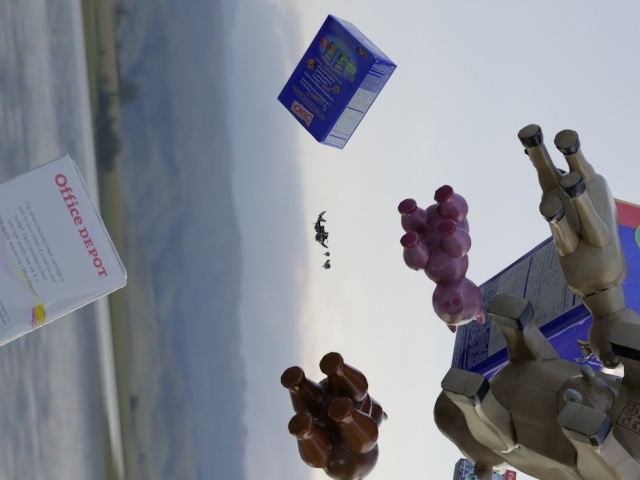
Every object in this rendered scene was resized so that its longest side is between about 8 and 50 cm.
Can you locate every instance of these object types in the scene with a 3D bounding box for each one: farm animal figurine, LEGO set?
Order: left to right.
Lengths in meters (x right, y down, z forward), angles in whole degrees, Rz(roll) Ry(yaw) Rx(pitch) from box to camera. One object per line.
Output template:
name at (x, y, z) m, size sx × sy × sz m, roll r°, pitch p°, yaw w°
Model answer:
LEGO set at (0.000, 0.001, 1.898) m, size 0.054 × 0.023 × 0.083 m, roll 91°, pitch -5°, yaw -67°
farm animal figurine at (0.159, 0.102, 0.985) m, size 0.327 × 0.330 × 0.172 m, roll 36°, pitch -15°, yaw 49°

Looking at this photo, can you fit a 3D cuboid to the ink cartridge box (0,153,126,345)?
ink cartridge box at (-0.483, 0.033, 2.047) m, size 0.131 × 0.306 × 0.226 m, roll -15°, pitch -81°, yaw 60°

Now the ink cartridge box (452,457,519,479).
ink cartridge box at (0.226, 0.323, 1.733) m, size 0.029 × 0.115 × 0.062 m, roll 115°, pitch -12°, yaw -60°

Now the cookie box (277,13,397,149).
cookie box at (0.015, -0.163, 1.394) m, size 0.107 × 0.040 × 0.092 m, roll -56°, pitch -131°, yaw 18°

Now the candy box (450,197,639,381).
candy box at (0.308, 0.091, 1.296) m, size 0.317 × 0.268 × 0.122 m, roll 136°, pitch -34°, yaw -63°
